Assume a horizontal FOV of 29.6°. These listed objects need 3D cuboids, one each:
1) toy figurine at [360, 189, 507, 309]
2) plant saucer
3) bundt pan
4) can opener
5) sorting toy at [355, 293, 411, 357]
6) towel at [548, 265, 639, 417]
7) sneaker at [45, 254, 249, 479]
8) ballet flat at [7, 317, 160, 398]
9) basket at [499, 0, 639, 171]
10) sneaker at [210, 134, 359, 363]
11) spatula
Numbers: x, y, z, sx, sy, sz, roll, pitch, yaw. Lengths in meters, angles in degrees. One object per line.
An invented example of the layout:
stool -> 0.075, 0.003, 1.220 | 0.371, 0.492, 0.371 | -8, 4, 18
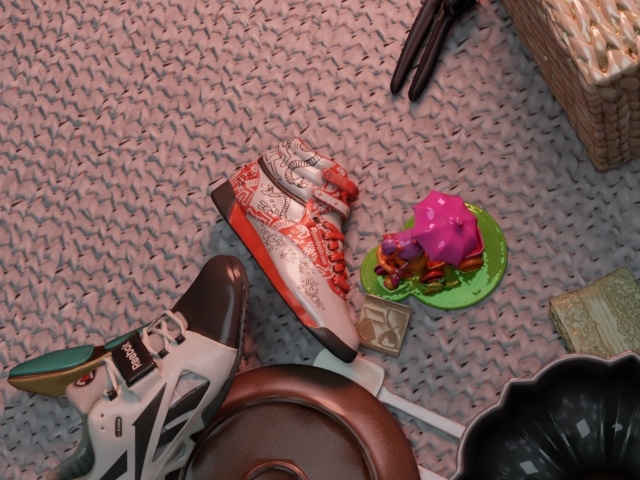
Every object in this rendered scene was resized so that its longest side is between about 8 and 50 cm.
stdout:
toy figurine -> 0.114, 0.003, 1.328 | 0.173, 0.159, 0.130 | -16, 73, 8
plant saucer -> -0.044, 0.288, 1.332 | 0.310, 0.050, 0.310 | -3, 78, 14
bundt pan -> 0.292, 0.279, 1.229 | 0.331, 0.124, 0.331 | -2, 80, 11
can opener -> 0.133, -0.256, 1.450 | 0.059, 0.073, 0.186 | 31, 96, 25
sorting toy -> 0.058, 0.093, 1.388 | 0.083, 0.012, 0.062 | 17, 95, 14
towel -> 0.325, 0.110, 1.326 | 0.110, 0.027, 0.148 | -25, 72, 3
sneaker -> -0.190, 0.156, 1.310 | 0.146, 0.122, 0.330 | 23, 95, -26
ballet flat -> -0.250, 0.151, 1.409 | 0.232, 0.080, 0.073 | -18, 101, 9
basket -> 0.339, -0.285, 1.279 | 0.266, 0.328, 0.331 | -28, 72, 7
sneaker -> -0.001, -0.001, 1.382 | 0.145, 0.090, 0.270 | -38, 64, 1
spatula -> 0.075, 0.237, 1.347 | 0.242, 0.019, 0.168 | 23, 80, 16
